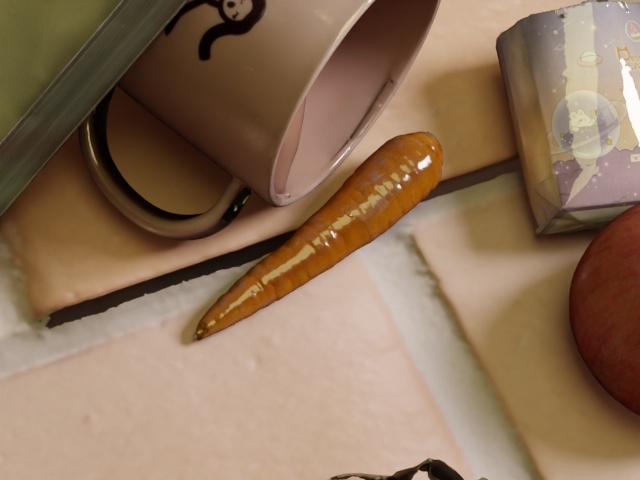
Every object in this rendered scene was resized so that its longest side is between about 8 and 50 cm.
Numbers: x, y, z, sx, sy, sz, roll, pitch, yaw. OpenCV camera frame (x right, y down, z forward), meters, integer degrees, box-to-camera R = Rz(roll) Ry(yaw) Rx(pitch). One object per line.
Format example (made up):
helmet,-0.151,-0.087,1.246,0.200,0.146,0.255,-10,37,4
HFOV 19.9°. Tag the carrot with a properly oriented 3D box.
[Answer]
carrot,0.000,0.000,1.207,0.216,0.048,0.048,-40,75,-19

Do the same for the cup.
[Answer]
cup,-0.071,-0.129,1.196,0.200,0.191,0.253,34,96,13

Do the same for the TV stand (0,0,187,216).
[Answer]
TV stand,-0.185,-0.106,1.111,0.088,0.269,0.082,49,22,12

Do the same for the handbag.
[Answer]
handbag,0.187,-0.092,1.261,0.117,0.095,0.173,-5,72,-18

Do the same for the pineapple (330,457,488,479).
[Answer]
pineapple,0.044,0.224,1.029,0.271,0.262,0.262,-15,65,-42

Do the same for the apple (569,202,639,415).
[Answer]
apple,0.240,0.040,1.181,0.153,0.120,0.153,4,62,-8
